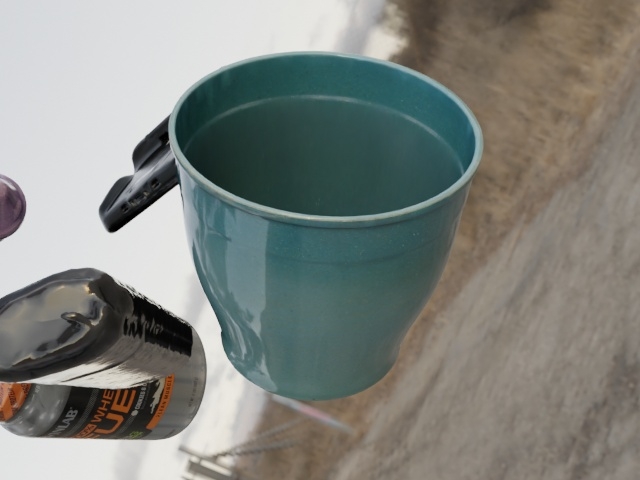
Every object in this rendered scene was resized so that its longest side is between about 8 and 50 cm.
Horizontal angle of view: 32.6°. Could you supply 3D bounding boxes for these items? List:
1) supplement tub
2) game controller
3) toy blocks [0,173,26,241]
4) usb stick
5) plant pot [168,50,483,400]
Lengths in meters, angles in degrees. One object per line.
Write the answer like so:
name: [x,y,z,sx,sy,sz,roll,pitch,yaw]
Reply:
supplement tub: [-0.333,0.184,1.543,0.316,0.193,0.193,11,-75,-45]
game controller: [-0.167,-0.104,1.298,0.319,0.067,0.166,-28,33,56]
toy blocks: [-0.350,-0.085,0.734,0.309,0.288,0.260,-34,0,-27]
usb stick: [-0.121,0.057,0.616,0.077,0.045,0.278,-24,-8,-3]
plant pot: [0.000,0.000,1.023,0.271,0.271,0.255,-66,-16,-50]
